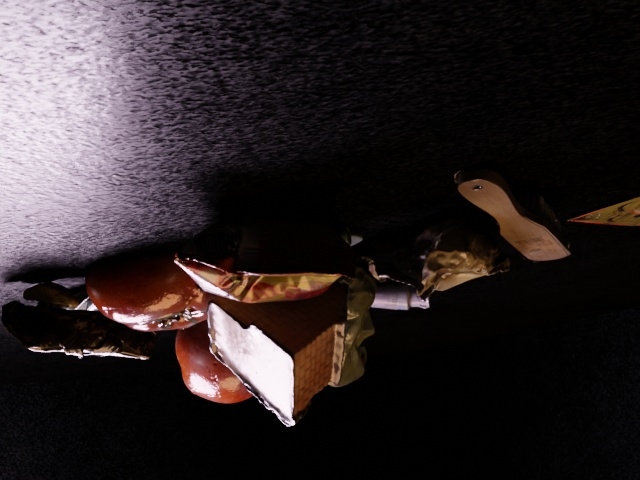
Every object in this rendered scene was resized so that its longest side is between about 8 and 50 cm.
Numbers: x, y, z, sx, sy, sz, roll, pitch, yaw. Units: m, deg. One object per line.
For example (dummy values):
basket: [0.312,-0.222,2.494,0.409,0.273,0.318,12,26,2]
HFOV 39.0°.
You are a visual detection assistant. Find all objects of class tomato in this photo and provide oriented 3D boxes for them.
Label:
tomato: [-0.171,0.206,1.726,0.184,0.208,0.208,-8,169,11]
tomato: [-0.229,0.080,1.353,0.236,0.095,0.237,-7,168,-2]

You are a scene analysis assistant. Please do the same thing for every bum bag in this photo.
bum bag: [-0.368,0.141,1.402,0.248,0.102,0.069,6,138,-29]

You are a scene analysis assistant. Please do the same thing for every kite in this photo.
kite: [0.543,-0.056,1.382,0.327,0.013,0.377,-8,169,8]

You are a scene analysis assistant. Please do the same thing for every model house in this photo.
model house: [-0.042,0.127,1.301,0.172,0.183,0.166,-36,145,-32]

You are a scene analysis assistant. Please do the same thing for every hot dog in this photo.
hot dog: [-0.408,0.080,1.374,0.090,0.034,0.030,8,177,15]

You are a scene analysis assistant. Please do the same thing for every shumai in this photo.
shumai: [-0.016,0.138,1.497,0.189,0.218,0.256,-6,173,-34]

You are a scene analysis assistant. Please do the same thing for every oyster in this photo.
oyster: [0.182,0.023,1.328,0.275,0.100,0.271,-15,177,-37]

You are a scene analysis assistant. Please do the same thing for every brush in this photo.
brush: [0.252,-0.044,1.168,0.070,0.065,0.327,-7,161,29]

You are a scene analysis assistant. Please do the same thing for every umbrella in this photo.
umbrella: [-0.400,0.103,1.491,0.188,0.046,0.050,-19,168,28]

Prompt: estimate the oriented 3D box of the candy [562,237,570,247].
candy: [0.402,0.011,1.600,0.083,0.023,0.025,-10,127,41]

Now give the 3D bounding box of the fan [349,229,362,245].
fan: [-0.054,0.039,1.371,0.282,0.023,0.057,-26,159,34]

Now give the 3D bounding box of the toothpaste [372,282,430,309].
toothpaste: [0.110,0.118,1.880,0.234,0.057,0.089,-3,168,10]

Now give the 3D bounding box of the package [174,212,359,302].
package: [-0.060,0.023,1.139,0.223,0.108,0.288,1,179,-3]

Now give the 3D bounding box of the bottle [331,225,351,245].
bottle: [0.000,0.000,1.260,0.083,0.030,0.030,-9,169,13]
